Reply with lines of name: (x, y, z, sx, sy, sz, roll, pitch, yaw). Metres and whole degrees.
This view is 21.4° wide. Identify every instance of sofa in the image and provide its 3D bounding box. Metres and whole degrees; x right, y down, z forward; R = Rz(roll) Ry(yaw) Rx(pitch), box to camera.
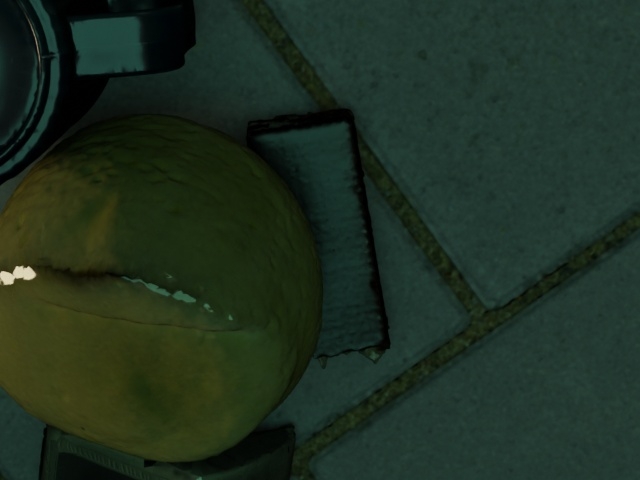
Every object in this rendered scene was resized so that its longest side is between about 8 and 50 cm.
sofa: (-0.162, 0.270, 1.700, 0.225, 0.176, 0.210, 12, 105, 26)

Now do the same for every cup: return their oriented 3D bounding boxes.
cup: (-0.285, -0.159, 1.487, 0.307, 0.292, 0.242, 25, 102, -5)

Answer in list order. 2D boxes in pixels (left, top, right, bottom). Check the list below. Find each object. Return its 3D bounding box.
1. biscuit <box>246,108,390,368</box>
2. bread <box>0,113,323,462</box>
biscuit: (0.000, 0.000, 1.641, 0.106, 0.070, 0.252, -10, 103, 2)
bread: (-0.154, 0.041, 1.548, 0.320, 0.237, 0.321, 17, 134, 18)
